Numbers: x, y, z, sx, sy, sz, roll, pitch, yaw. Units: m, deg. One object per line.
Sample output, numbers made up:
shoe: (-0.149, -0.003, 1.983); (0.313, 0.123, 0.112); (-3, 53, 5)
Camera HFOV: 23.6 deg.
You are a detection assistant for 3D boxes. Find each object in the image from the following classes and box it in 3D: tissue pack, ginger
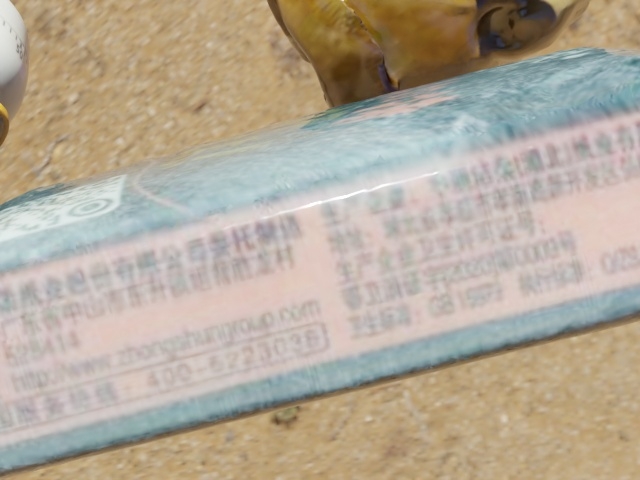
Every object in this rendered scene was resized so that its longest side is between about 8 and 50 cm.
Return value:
tissue pack: (0.000, 0.000, 0.643); (0.315, 0.228, 0.103); (-14, 99, -1)
ginger: (0.070, -0.194, 1.020); (0.200, 0.223, 0.269); (56, 13, -1)

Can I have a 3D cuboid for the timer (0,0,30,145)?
timer: (-0.429, -0.213, 1.653); (0.233, 0.233, 0.240); (20, 47, -27)
